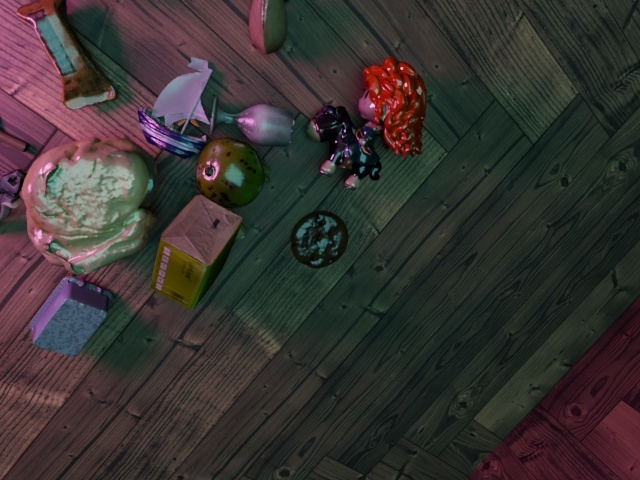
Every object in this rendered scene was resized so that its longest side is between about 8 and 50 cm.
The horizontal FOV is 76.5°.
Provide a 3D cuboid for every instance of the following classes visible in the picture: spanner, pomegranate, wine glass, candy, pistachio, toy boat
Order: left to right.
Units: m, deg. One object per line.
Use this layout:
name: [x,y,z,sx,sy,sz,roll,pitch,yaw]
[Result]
spanner: [-0.863,-0.115,1.088,0.325,0.040,0.096,-23,119,32]
candy: [-0.670,-0.488,1.074,0.143,0.101,0.271,-26,118,-11]
toy boat: [-0.400,-0.396,1.179,0.220,0.067,0.291,24,94,-3]
pomegranate: [-0.252,-0.198,1.214,0.211,0.263,0.211,3,97,30]
wine glass: [-0.206,-0.353,1.217,0.241,0.126,0.126,7,106,-13]
pistachio: [-0.149,-0.624,1.139,0.108,0.126,0.185,10,127,5]

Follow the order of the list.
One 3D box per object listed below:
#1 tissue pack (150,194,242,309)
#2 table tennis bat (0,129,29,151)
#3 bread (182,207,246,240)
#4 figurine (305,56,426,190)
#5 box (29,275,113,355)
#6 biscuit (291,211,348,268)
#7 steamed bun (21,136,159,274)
tissue pack: [-0.365,0.040,1.186,0.167,0.200,0.275,31,138,-7]
table tennis bat: [-0.927,-0.311,1.107,0.234,0.022,0.131,29,98,-18]
bread: [-0.339,-0.061,1.311,0.139,0.060,0.178,-33,112,-1]
figurine: [0.150,-0.352,1.274,0.411,0.241,0.306,-30,89,15]
box: [-0.774,0.239,1.261,0.162,0.130,0.227,35,97,-37]
biscuit: [0.000,0.000,1.428,0.212,0.036,0.212,-4,108,-14]
steamed bun: [-0.627,-0.106,1.132,0.324,0.230,0.372,1,108,-24]
